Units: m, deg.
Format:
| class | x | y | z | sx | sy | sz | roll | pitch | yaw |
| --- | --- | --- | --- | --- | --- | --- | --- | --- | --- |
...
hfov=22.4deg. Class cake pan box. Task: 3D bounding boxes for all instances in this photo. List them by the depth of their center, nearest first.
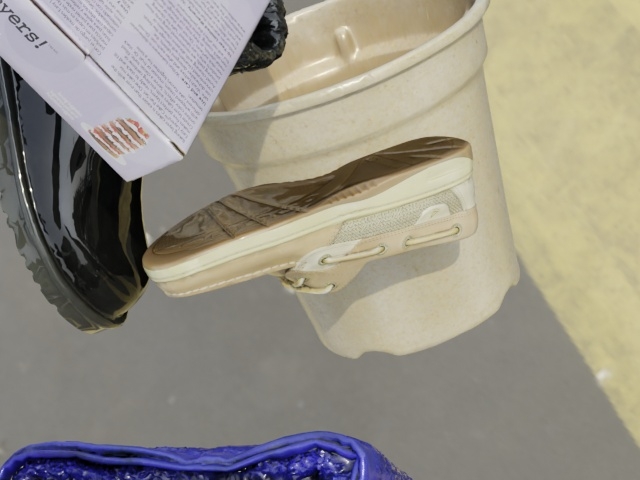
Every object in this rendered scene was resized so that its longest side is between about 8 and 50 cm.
| class | x | y | z | sx | sy | sz | roll | pitch | yaw |
| --- | --- | --- | --- | --- | --- | --- | --- | --- | --- |
| cake pan box | -0.148 | -0.213 | 1.065 | 0.070 | 0.267 | 0.246 | -20 | 35 | 39 |

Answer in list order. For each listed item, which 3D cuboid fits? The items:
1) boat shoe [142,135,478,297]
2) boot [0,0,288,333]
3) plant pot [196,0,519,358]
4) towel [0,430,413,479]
| class | x | y | z | sx | sy | sz | roll | pitch | yaw |
| --- | --- | --- | --- | --- | --- | --- | --- | --- | --- |
| boat shoe | 0.000 | 0.000 | 1.362 | 0.302 | 0.098 | 0.109 | -20 | 22 | -21 |
| boot | -0.140 | -0.110 | 1.337 | 0.260 | 0.131 | 0.348 | -13 | 96 | 20 |
| plant pot | 0.055 | -0.063 | 1.634 | 0.334 | 0.305 | 0.334 | -19 | 21 | 7 |
| towel | -0.025 | 0.189 | 0.983 | 0.228 | 0.308 | 0.076 | -4 | 69 | 22 |
